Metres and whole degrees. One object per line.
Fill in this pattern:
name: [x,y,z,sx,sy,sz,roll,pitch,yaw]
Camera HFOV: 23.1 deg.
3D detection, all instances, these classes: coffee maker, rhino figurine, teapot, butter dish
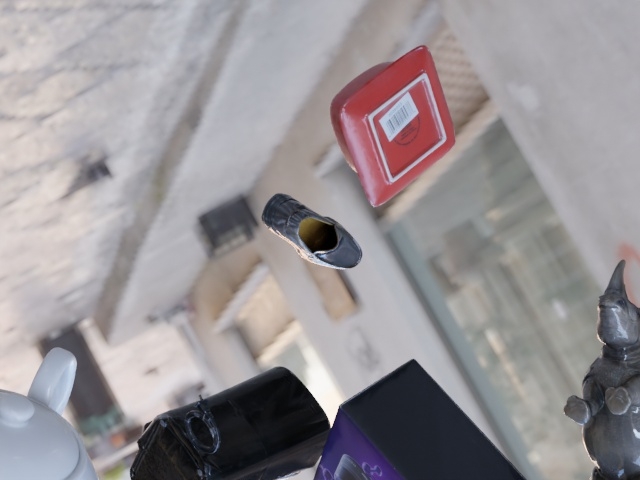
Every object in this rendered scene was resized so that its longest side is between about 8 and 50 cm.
coffee maker: [-0.079,0.205,1.591,0.178,0.120,0.171,-20,172,-42]
rhino figurine: [0.265,0.137,1.389,0.073,0.243,0.106,3,-170,32]
teapot: [-0.295,0.216,1.406,0.252,0.256,0.187,4,118,-38]
butter dish: [0.070,-0.152,1.948,0.160,0.160,0.118,-38,-142,-24]

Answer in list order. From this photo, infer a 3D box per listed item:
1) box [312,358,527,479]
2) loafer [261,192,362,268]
box: [0.116,0.270,1.452,0.103,0.261,0.184,-30,153,-28]
loafer: [0.000,0.000,1.920,0.170,0.061,0.062,27,93,-45]
